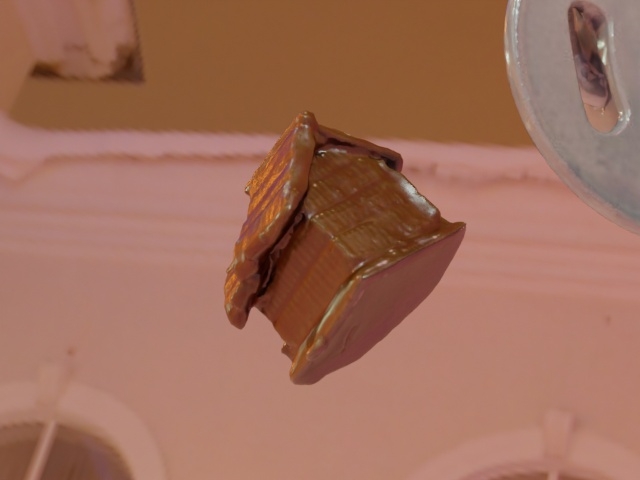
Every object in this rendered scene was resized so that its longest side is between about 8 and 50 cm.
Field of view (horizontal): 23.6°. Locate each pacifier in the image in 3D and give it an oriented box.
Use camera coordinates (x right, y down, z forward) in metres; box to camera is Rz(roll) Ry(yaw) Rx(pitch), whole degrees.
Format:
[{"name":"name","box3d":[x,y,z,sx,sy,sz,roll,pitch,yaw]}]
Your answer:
[{"name":"pacifier","box3d":[0.250,-0.122,0.833,0.287,0.238,0.226,2,-14,-21]}]

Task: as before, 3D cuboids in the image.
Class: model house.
[{"name":"model house","box3d":[0.001,0.001,1.700,0.229,0.220,0.199,50,-50,21]}]
